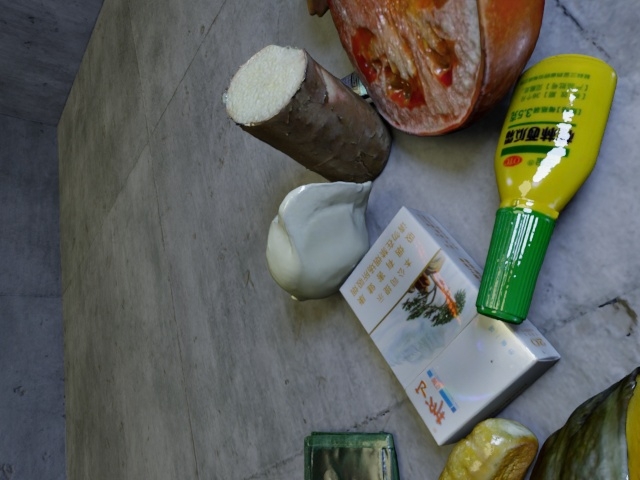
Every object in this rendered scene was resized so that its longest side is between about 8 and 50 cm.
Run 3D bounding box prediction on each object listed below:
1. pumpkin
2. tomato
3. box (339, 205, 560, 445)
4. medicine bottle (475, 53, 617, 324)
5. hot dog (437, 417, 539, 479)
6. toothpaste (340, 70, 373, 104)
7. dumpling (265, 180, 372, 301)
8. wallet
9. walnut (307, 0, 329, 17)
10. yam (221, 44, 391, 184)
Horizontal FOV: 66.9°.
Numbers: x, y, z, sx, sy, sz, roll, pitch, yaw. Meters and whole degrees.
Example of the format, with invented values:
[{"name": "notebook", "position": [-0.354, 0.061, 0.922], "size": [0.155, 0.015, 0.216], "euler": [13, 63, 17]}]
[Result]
[{"name": "pumpkin", "position": [0.205, 0.264, 0.364], "size": [0.148, 0.169, 0.313], "euler": [-24, 66, 43]}, {"name": "tomato", "position": [0.126, -0.279, 0.527], "size": [0.339, 0.143, 0.338], "euler": [62, 170, 20]}, {"name": "box", "position": [0.133, 0.091, 0.562], "size": [0.150, 0.067, 0.233], "euler": [-58, 46, 27]}, {"name": "medicine bottle", "position": [0.205, -0.049, 0.465], "size": [0.094, 0.064, 0.261], "euler": [12, 81, 43]}, {"name": "hot dog", "position": [0.133, 0.305, 0.508], "size": [0.286, 0.087, 0.061], "euler": [-63, 34, 10]}, {"name": "toothpaste", "position": [0.047, -0.223, 0.741], "size": [0.193, 0.045, 0.071], "euler": [-14, 81, 42]}, {"name": "dumpling", "position": [0.000, 0.000, 0.665], "size": [0.132, 0.162, 0.250], "euler": [48, 156, 22]}, {"name": "wallet", "position": [0.042, 0.377, 0.636], "size": [0.160, 0.055, 0.236], "euler": [-19, 68, 40]}, {"name": "walnut", "position": [0.055, -0.469, 0.653], "size": [0.209, 0.208, 0.336], "euler": [57, 131, 38]}, {"name": "yam", "position": [-0.003, -0.157, 0.647], "size": [0.128, 0.238, 0.129], "euler": [-38, 56, 23]}]
